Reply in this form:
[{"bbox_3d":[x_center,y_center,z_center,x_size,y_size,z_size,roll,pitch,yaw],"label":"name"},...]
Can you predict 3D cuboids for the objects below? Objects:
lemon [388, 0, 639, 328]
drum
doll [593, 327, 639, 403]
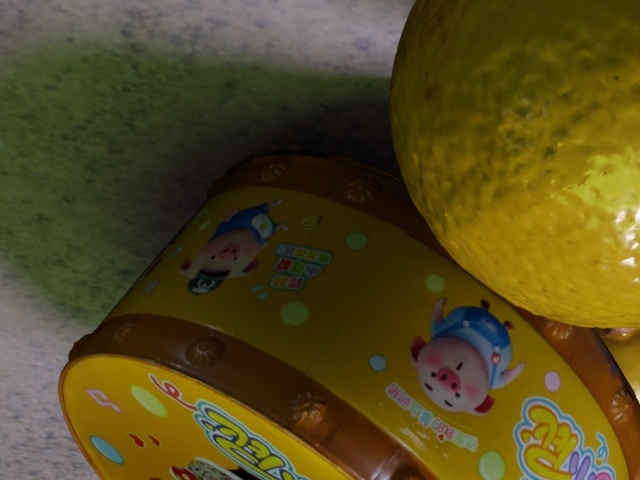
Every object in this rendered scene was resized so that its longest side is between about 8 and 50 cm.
[{"bbox_3d":[0.177,-0.084,0.948,0.293,0.293,0.293,6,146,4],"label":"lemon"},{"bbox_3d":[0.024,0.152,1.225,0.431,0.214,0.431,30,151,18],"label":"drum"},{"bbox_3d":[0.238,0.094,1.294,0.423,0.161,0.348,37,143,-15],"label":"doll"}]
